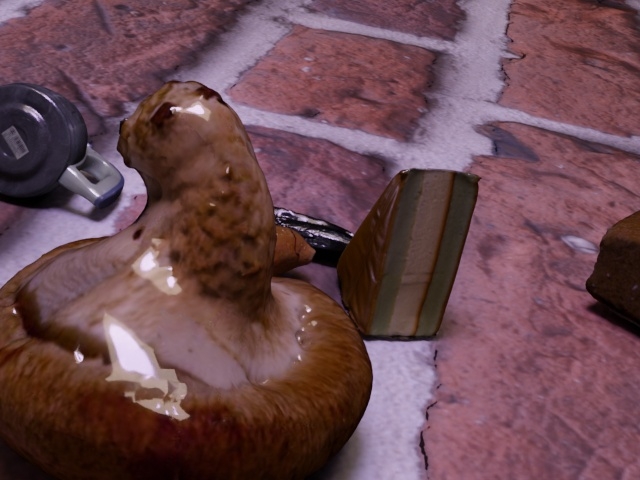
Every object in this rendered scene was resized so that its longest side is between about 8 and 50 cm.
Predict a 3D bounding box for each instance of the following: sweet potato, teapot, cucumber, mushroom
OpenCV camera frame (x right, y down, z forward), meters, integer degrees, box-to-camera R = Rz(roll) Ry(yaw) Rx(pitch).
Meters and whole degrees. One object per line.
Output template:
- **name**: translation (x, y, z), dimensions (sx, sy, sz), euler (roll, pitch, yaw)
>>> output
- **sweet potato**: translation (-0.100, 0.013, 0.957), dimensions (0.195, 0.056, 0.056), euler (-1, 29, -10)
- **teapot**: translation (-0.264, -0.100, 1.051), dimensions (0.149, 0.111, 0.108), euler (10, 13, 10)
- **cucumber**: translation (0.000, 0.000, 1.031), dimensions (0.163, 0.039, 0.043), euler (18, 69, 10)
- **mushroom**: translation (-0.098, 0.065, 0.716), dimensions (0.267, 0.254, 0.267), euler (-4, 50, 5)

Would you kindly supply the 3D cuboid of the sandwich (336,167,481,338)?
- **sandwich**: translation (0.071, -0.010, 0.936), dimensions (0.079, 0.163, 0.113), euler (2, 28, -18)

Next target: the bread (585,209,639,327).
- **bread**: translation (0.450, 0.087, 0.945), dimensions (0.165, 0.113, 0.416), euler (-16, 36, -42)
